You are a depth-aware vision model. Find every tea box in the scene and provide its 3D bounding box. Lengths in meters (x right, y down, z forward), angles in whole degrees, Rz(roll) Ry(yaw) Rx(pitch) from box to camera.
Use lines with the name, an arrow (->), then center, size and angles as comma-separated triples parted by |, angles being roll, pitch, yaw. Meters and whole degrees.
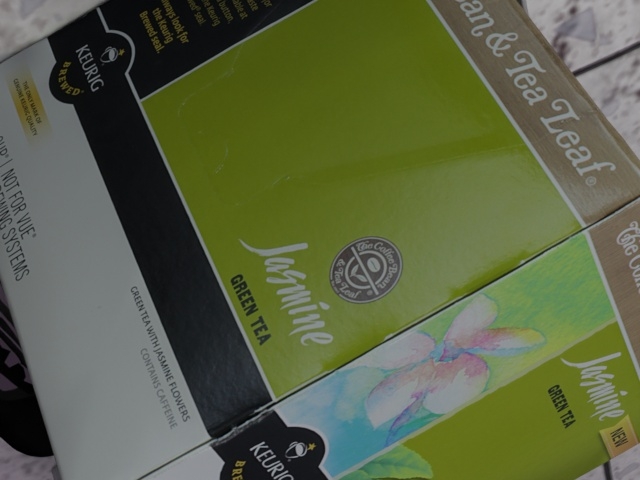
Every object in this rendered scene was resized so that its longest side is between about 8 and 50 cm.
tea box -> 0.000, 0.000, 0.881 | 0.323, 0.329, 0.220 | -30, 140, 3

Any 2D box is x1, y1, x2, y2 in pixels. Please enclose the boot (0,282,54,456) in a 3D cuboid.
boot -> -0.308, 0.066, 0.923 | 0.260, 0.131, 0.348 | -35, 125, 0

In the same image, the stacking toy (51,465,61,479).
stacking toy -> -0.212, 0.205, 1.109 | 0.052, 0.167, 0.221 | -43, 137, 18
